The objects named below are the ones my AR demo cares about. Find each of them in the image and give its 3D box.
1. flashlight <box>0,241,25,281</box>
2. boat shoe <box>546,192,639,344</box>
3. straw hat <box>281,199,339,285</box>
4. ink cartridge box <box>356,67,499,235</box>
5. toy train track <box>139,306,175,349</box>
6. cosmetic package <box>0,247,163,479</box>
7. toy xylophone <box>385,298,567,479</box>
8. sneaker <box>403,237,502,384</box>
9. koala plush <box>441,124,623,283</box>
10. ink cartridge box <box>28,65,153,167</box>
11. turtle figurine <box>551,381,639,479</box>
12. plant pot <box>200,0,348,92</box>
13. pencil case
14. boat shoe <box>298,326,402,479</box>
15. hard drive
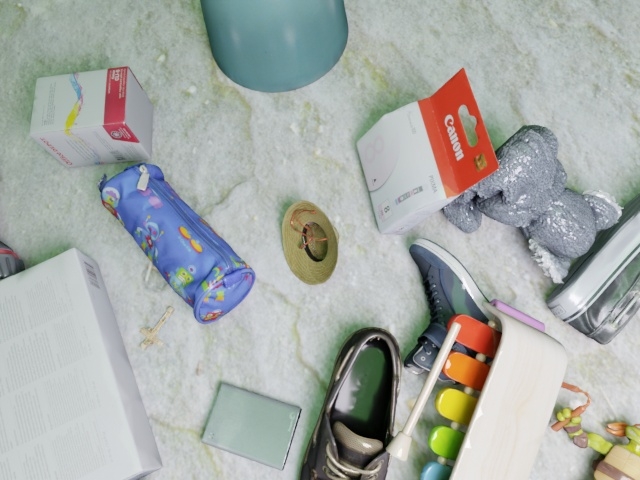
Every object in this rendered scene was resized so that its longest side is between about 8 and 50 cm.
[{"bbox_3d":[-0.616,-0.039,0.915,0.103,0.103,0.304,-25,71,-4],"label":"flashlight"},{"bbox_3d":[0.509,0.023,0.811,0.119,0.121,0.335,44,89,8],"label":"boat shoe"},{"bbox_3d":[0.000,0.000,0.872,0.061,0.144,0.145,-11,62,-45],"label":"straw hat"},{"bbox_3d":[0.159,-0.139,0.832,0.066,0.232,0.189,0,67,-28],"label":"ink cartridge box"},{"bbox_3d":[-0.279,0.148,0.868,0.048,0.014,0.083,31,75,14],"label":"toy train track"},{"bbox_3d":[-0.450,0.241,0.805,0.284,0.097,0.378,-24,70,-6],"label":"cosmetic package"},{"bbox_3d":[0.215,0.231,0.704,0.236,0.081,0.323,34,80,-16],"label":"toy xylophone"},{"bbox_3d":[0.174,0.117,0.805,0.163,0.086,0.226,-33,72,-10],"label":"sneaker"},{"bbox_3d":[0.347,-0.055,0.812,0.196,0.203,0.221,-42,84,-10],"label":"koala plush"},{"bbox_3d":[-0.421,-0.226,0.953,0.176,0.128,0.128,-6,70,2],"label":"ink cartridge box"},{"bbox_3d":[0.400,0.331,0.713,0.269,0.087,0.217,30,78,35],"label":"turtle figurine"},{"bbox_3d":[-0.095,-0.473,0.961,0.292,0.235,0.293,-2,69,4],"label":"plant pot"},{"bbox_3d":[-0.243,-0.007,0.861,0.119,0.133,0.306,-31,69,-38],"label":"pencil case"},{"bbox_3d":[0.038,0.291,0.730,0.132,0.130,0.356,8,71,8],"label":"boat shoe"},{"bbox_3d":[-0.107,0.290,0.799,0.135,0.022,0.094,15,72,9],"label":"hard drive"}]
